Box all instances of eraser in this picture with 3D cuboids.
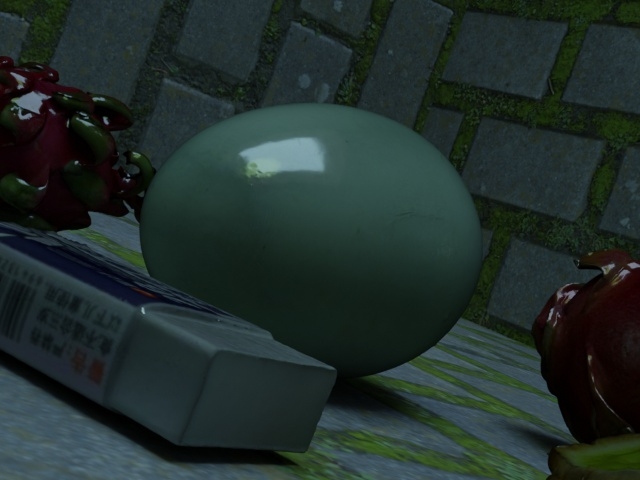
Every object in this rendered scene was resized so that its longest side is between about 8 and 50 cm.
[{"bbox_3d":[-0.109,0.054,0.649,0.210,0.068,0.124,21,0,34],"label":"eraser"}]

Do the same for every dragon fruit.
[{"bbox_3d":[0.344,0.130,1.049,0.250,0.250,0.315,19,18,-29],"label":"dragon fruit"},{"bbox_3d":[-0.298,-0.097,1.225,0.218,0.198,0.272,-15,-3,29],"label":"dragon fruit"}]

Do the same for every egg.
[{"bbox_3d":[0.000,0.000,0.950,0.230,0.230,0.371,21,6,32],"label":"egg"}]

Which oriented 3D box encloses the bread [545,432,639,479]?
[{"bbox_3d":[0.212,0.123,0.519,0.236,0.070,0.236,-6,-7,-1],"label":"bread"}]
